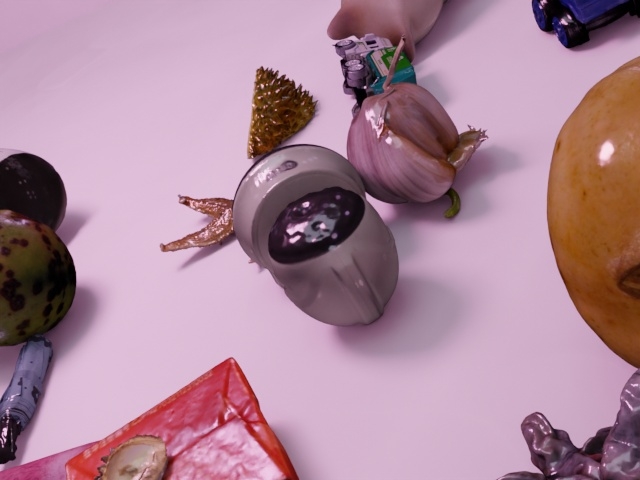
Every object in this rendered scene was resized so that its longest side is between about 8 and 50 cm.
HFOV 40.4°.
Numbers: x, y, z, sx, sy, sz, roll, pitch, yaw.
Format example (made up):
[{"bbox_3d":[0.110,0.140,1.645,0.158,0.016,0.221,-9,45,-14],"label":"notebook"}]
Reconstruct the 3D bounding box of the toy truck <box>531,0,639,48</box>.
[{"bbox_3d":[0.436,-0.437,1.445,0.161,0.177,0.213,-27,32,5],"label":"toy truck"}]

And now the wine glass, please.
[{"bbox_3d":[-0.667,-0.061,1.732,0.323,0.238,0.238,-12,35,41],"label":"wine glass"}]

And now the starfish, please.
[{"bbox_3d":[-0.152,-0.033,1.454,0.231,0.048,0.295,-13,36,6],"label":"starfish"}]

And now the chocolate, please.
[{"bbox_3d":[-0.144,0.276,0.950,0.237,0.108,0.235,-34,33,-5],"label":"chocolate"}]

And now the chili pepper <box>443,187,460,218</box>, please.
[{"bbox_3d":[0.185,-0.056,1.247,0.030,0.017,0.083,-24,29,10],"label":"chili pepper"}]

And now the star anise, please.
[{"bbox_3d":[0.243,0.227,0.707,0.212,0.129,0.283,-27,42,-5],"label":"star anise"}]

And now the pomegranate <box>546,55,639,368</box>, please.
[{"bbox_3d":[0.372,-0.033,0.789,0.332,0.332,0.332,-20,33,14],"label":"pomegranate"}]

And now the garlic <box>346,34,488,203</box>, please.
[{"bbox_3d":[0.152,-0.171,1.259,0.207,0.257,0.207,10,31,-6],"label":"garlic"}]

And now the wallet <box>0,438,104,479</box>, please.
[{"bbox_3d":[-0.373,0.331,1.126,0.232,0.025,0.119,-20,32,12],"label":"wallet"}]

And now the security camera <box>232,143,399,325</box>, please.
[{"bbox_3d":[0.000,0.000,1.151,0.197,0.191,0.277,-29,32,-3],"label":"security camera"}]

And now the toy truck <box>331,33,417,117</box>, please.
[{"bbox_3d":[0.100,-0.286,1.562,0.124,0.114,0.253,-12,33,1],"label":"toy truck"}]

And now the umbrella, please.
[{"bbox_3d":[-0.451,0.232,1.300,0.053,0.052,0.250,-20,32,12],"label":"umbrella"}]

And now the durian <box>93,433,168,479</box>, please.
[{"bbox_3d":[-0.204,0.258,0.899,0.066,0.052,0.130,21,49,4],"label":"durian"}]

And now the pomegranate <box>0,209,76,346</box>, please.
[{"bbox_3d":[-0.549,0.091,1.418,0.306,0.242,0.242,-45,35,-13],"label":"pomegranate"}]

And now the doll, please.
[{"bbox_3d":[0.176,-0.534,1.754,0.215,0.226,0.370,24,46,11],"label":"doll"}]

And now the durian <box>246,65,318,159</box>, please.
[{"bbox_3d":[-0.098,-0.257,1.684,0.139,0.144,0.252,-41,32,23],"label":"durian"}]
